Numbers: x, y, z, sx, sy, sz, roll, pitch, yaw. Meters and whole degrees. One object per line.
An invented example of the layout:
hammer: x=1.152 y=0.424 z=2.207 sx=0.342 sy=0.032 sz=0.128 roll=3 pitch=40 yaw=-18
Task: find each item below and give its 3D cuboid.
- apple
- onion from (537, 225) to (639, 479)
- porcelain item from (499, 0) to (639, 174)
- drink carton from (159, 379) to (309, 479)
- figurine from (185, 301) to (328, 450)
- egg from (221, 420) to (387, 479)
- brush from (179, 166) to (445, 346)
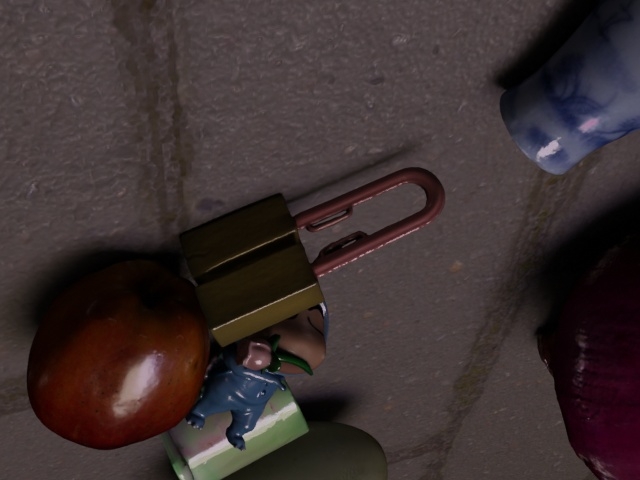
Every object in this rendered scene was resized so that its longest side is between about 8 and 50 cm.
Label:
apple: x=-0.174 y=0.102 z=0.876 sx=0.156 sy=0.147 sz=0.158 roll=17 pitch=134 yaw=-16
onion: x=0.391 y=0.142 z=1.162 sx=0.347 sy=0.348 sz=0.385 roll=-1 pitch=176 yaw=-30
porcelain item: x=0.265 y=-0.155 z=0.783 sx=0.141 sy=0.141 sz=0.259 roll=14 pitch=142 yaw=-43
drink carton: x=-0.099 y=0.182 z=1.050 sx=0.142 sy=0.144 sz=0.146 roll=-29 pitch=148 yaw=-7
figurine: x=-0.052 y=0.115 z=0.934 sx=0.114 sy=0.144 sz=0.178 roll=27 pitch=94 yaw=-21
egg: x=-0.048 y=0.335 z=1.217 sx=0.295 sy=0.218 sz=0.218 roll=-37 pitch=146 yaw=0
brush: x=0.000 y=0.000 z=0.869 sx=0.233 sy=0.103 sz=0.047 roll=-23 pitch=148 yaw=-1
